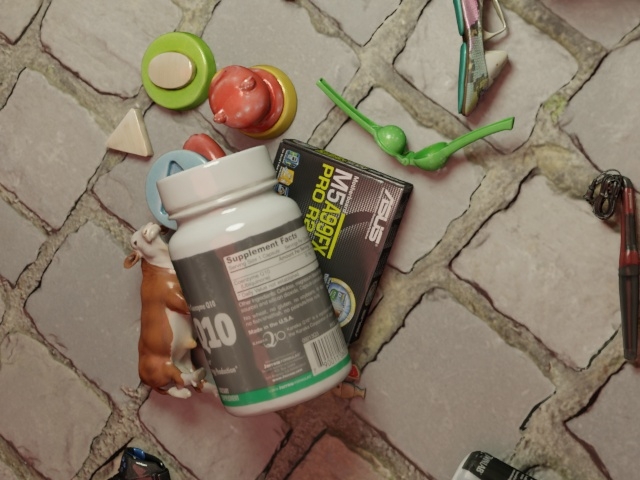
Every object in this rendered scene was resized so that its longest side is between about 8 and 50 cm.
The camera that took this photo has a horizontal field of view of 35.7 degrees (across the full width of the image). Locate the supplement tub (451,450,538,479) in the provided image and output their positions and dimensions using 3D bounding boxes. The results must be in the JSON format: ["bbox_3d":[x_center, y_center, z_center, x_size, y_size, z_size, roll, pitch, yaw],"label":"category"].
[{"bbox_3d":[0.316,0.454,1.424,0.315,0.193,0.194,27,104,17],"label":"supplement tub"}]

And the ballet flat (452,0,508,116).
[{"bbox_3d":[0.233,-0.294,1.452,0.079,0.077,0.222,-4,94,1],"label":"ballet flat"}]

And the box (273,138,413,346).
[{"bbox_3d":[0.000,0.000,1.569,0.216,0.060,0.270,23,103,17],"label":"box"}]

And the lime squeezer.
[{"bbox_3d":[0.130,-0.161,1.489,0.310,0.059,0.110,16,141,21],"label":"lime squeezer"}]

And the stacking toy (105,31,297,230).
[{"bbox_3d":[-0.224,-0.185,1.598,0.279,0.130,0.309,35,106,14],"label":"stacking toy"}]

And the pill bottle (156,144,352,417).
[{"bbox_3d":[-0.102,0.057,1.462,0.204,0.204,0.361,-17,95,21],"label":"pill bottle"}]

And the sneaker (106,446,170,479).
[{"bbox_3d":[-0.359,0.422,1.742,0.216,0.079,0.121,-4,91,13],"label":"sneaker"}]

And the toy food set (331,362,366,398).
[{"bbox_3d":[0.012,0.217,1.607,0.122,0.019,0.078,-1,95,21],"label":"toy food set"}]

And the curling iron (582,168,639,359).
[{"bbox_3d":[0.428,0.034,1.425,0.068,0.035,0.274,-9,92,25],"label":"curling iron"}]

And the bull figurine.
[{"bbox_3d":[-0.235,0.120,1.627,0.188,0.101,0.311,21,119,34],"label":"bull figurine"}]
